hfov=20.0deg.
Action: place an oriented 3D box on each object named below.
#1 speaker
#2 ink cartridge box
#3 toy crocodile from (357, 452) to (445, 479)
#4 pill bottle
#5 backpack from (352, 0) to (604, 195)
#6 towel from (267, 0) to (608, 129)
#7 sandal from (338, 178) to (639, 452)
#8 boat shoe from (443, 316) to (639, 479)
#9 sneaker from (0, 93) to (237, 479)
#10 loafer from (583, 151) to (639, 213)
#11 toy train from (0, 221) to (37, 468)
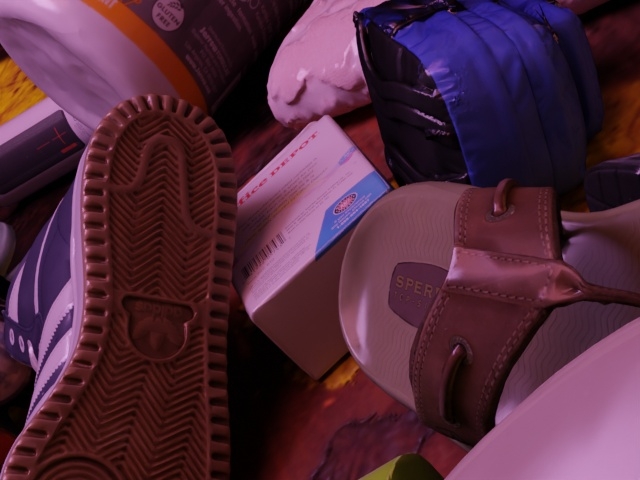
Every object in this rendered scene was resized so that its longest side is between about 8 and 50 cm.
[{"bbox_3d":[-0.189,-0.073,1.290,0.136,0.055,0.055,-25,31,35],"label":"speaker"},{"bbox_3d":[0.000,0.000,0.885,0.088,0.052,0.122,-43,26,4],"label":"ink cartridge box"},{"bbox_3d":[0.035,0.179,0.512,0.115,0.105,0.340,-40,29,10],"label":"toy crocodile"},{"bbox_3d":[-0.074,-0.203,1.187,0.278,0.162,0.162,-53,26,-17],"label":"pill bottle"},{"bbox_3d":[0.075,-0.067,0.820,0.101,0.098,0.120,-25,23,-3],"label":"backpack"},{"bbox_3d":[0.137,-0.221,1.022,0.331,0.053,0.317,-22,33,42],"label":"towel"},{"bbox_3d":[0.065,0.030,0.655,0.302,0.086,0.120,4,80,64],"label":"sandal"},{"bbox_3d":[0.175,0.064,0.394,0.340,0.158,0.127,-34,35,29],"label":"boat shoe"},{"bbox_3d":[-0.107,0.085,0.869,0.153,0.099,0.282,135,147,-59],"label":"sneaker"},{"bbox_3d":[0.163,-0.010,0.657,0.061,0.062,0.170,-30,22,-24],"label":"loafer"},{"bbox_3d":[-0.255,0.067,1.094,0.190,0.142,0.334,-58,27,-1],"label":"toy train"}]
